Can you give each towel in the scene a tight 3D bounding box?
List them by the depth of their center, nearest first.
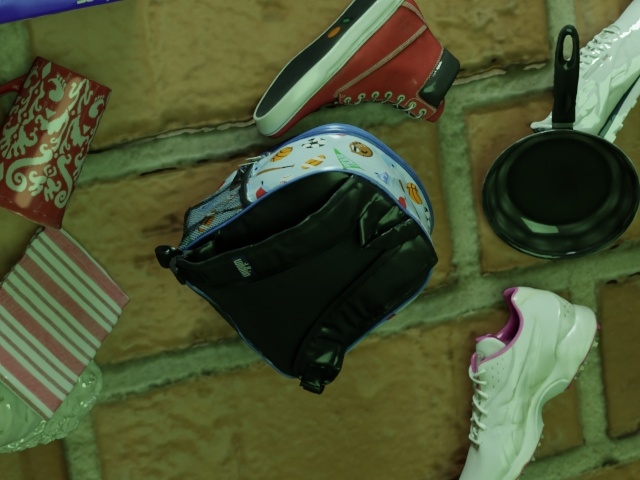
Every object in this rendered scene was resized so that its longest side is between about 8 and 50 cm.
[{"bbox_3d":[-0.312,0.090,1.819,0.144,0.029,0.197,48,52,-23],"label":"towel"}]

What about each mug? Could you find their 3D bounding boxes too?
[{"bbox_3d":[-0.322,-0.117,1.773,0.150,0.113,0.169,24,91,-25],"label":"mug"}]

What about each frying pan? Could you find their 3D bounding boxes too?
[{"bbox_3d":[0.273,-0.110,1.968,0.197,0.053,0.326,-19,121,17],"label":"frying pan"}]

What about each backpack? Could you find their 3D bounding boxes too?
[{"bbox_3d":[0.000,0.000,1.833,0.263,0.213,0.276,-30,123,28],"label":"backpack"}]

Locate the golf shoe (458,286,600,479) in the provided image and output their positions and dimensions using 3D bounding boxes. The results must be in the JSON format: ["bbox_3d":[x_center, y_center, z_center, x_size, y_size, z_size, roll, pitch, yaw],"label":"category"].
[{"bbox_3d":[0.233,0.199,2.056,0.140,0.115,0.306,29,86,-13],"label":"golf shoe"}]

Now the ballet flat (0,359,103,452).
[{"bbox_3d":[-0.439,0.188,1.795,0.409,0.147,0.147,2,102,-21],"label":"ballet flat"}]

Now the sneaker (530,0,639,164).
[{"bbox_3d":[0.355,-0.214,2.001,0.095,0.090,0.235,27,92,-14],"label":"sneaker"}]

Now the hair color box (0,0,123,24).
[{"bbox_3d":[-0.342,-0.288,1.681,0.339,0.185,0.110,-15,108,-15],"label":"hair color box"}]

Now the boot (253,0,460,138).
[{"bbox_3d":[0.052,-0.170,1.904,0.244,0.088,0.176,-44,114,-8],"label":"boot"}]
